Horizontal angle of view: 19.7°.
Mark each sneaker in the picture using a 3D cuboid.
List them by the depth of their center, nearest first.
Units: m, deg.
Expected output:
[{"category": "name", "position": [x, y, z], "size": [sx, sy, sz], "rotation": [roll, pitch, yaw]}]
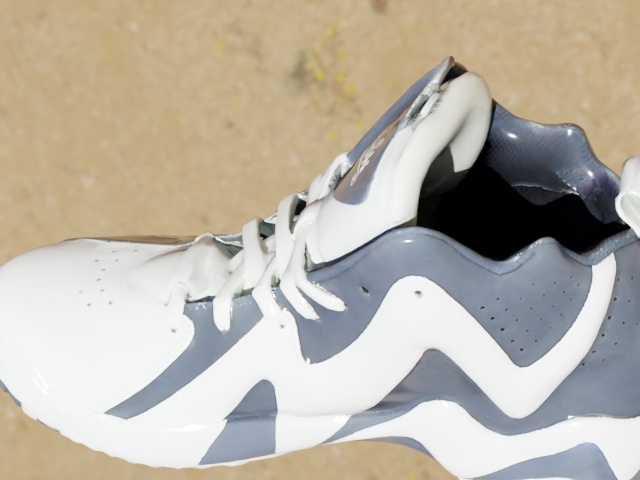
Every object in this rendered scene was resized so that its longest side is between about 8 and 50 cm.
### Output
[{"category": "sneaker", "position": [0.000, 0.000, 0.577], "size": [0.235, 0.094, 0.153], "rotation": [13, 135, 13]}]
